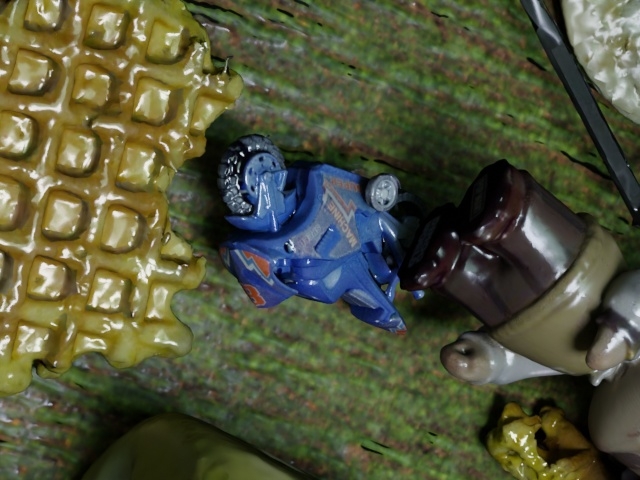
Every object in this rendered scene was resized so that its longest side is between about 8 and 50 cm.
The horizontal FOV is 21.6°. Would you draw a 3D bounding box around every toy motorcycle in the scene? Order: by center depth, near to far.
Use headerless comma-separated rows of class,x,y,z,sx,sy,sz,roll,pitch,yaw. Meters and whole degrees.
toy motorcycle,0.000,0.000,1.168,0.205,0.076,0.114,19,85,-42

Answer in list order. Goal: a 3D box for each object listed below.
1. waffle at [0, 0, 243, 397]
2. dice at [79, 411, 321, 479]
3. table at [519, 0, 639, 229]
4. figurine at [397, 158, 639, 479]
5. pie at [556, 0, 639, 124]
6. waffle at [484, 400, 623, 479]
waffle,-0.177,-0.051,1.090,0.281,0.058,0.301,-15,106,-24
dice,-0.057,0.263,1.102,0.227,0.233,0.238,30,83,-26
table,0.343,-0.190,1.156,0.335,0.222,0.272,-38,114,-12
figurine,0.235,0.099,1.162,0.365,0.206,0.218,27,119,-26
pie,0.327,-0.231,1.308,0.339,0.077,0.339,-4,100,-26
waffle,0.242,0.264,1.256,0.260,0.293,0.069,24,129,-20
